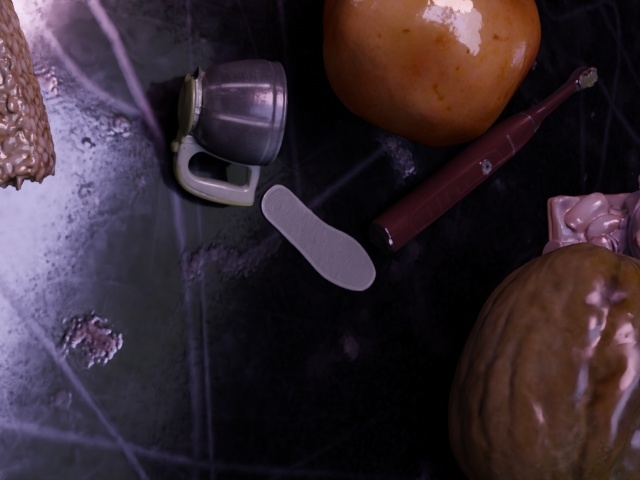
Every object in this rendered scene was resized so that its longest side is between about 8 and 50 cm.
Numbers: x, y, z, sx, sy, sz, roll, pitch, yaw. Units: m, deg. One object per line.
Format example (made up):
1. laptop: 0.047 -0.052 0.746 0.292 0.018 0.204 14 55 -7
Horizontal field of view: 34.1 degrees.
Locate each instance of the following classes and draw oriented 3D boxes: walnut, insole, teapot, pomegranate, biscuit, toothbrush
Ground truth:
1. walnut: 0.250 0.143 1.044 0.227 0.283 0.283 16 80 -2
2. insole: 0.000 0.000 1.008 0.153 0.002 0.053 43 67 -26
3. teapot: -0.081 -0.098 0.905 0.091 0.092 0.124 5 81 -18
4. pomegranate: 0.099 -0.185 0.957 0.209 0.209 0.209 0 90 -34
5. biscuit: -0.252 -0.120 0.796 0.070 0.082 0.168 -12 97 -8
6. toothbrush: 0.183 -0.095 1.112 0.364 0.041 0.041 -37 110 -29

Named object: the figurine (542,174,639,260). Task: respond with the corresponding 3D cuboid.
1. figurine: 0.367 -0.006 1.124 0.141 0.237 0.162 -8 97 -41
